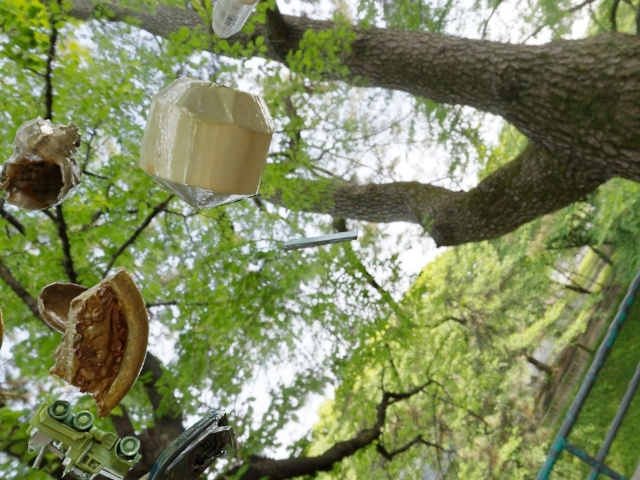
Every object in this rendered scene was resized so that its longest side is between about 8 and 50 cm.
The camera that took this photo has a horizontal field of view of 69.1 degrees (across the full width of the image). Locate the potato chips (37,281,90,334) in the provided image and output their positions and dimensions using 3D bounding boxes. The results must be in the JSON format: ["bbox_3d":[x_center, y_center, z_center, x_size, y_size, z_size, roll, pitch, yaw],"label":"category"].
[{"bbox_3d":[-0.541,0.171,1.058,0.049,0.150,0.202,-39,-33,24],"label":"potato chips"}]

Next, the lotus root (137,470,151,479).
[{"bbox_3d":[-0.428,0.656,1.296,0.170,0.074,0.261,-18,-16,-45],"label":"lotus root"}]

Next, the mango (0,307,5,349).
[{"bbox_3d":[-0.973,0.284,1.264,0.187,0.144,0.358,4,-99,-23],"label":"mango"}]

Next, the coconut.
[{"bbox_3d":[-0.259,-0.216,1.085,0.323,0.323,0.322,-44,-29,-32],"label":"coconut"}]

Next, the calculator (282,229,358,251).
[{"bbox_3d":[0.000,0.000,1.041,0.057,0.172,0.018,-70,-31,-70],"label":"calculator"}]

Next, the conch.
[{"bbox_3d":[-0.741,-0.207,1.264,0.291,0.210,0.159,-35,12,22],"label":"conch"}]

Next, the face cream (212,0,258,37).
[{"bbox_3d":[-0.209,-0.554,1.111,0.082,0.269,0.081,-2,-86,-22],"label":"face cream"}]

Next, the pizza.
[{"bbox_3d":[-0.351,0.169,0.757,0.135,0.056,0.270,17,-80,-31],"label":"pizza"}]

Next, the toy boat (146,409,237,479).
[{"bbox_3d":[-0.271,0.457,0.981,0.246,0.103,0.092,-28,-65,-57],"label":"toy boat"}]

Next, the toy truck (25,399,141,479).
[{"bbox_3d":[-0.566,0.495,1.095,0.128,0.260,0.135,-49,16,40],"label":"toy truck"}]
